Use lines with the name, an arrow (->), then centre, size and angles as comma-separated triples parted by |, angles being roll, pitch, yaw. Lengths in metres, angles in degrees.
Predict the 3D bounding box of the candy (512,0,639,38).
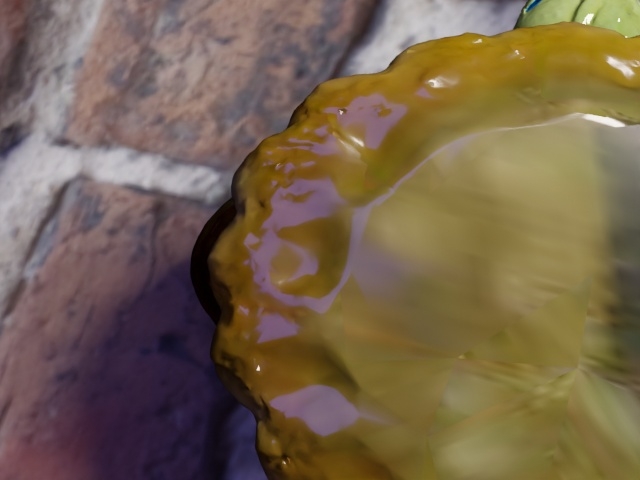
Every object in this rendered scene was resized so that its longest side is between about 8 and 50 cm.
candy -> 0.265, -0.062, 0.861 | 0.335, 0.093, 0.092 | 25, 88, 14

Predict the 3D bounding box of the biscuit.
biscuit -> 0.115, 0.051, 0.783 | 0.329, 0.078, 0.335 | -20, 89, -8

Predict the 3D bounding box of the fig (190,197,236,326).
fig -> 0.000, 0.000, 0.872 | 0.154, 0.103, 0.109 | -45, 82, 3
